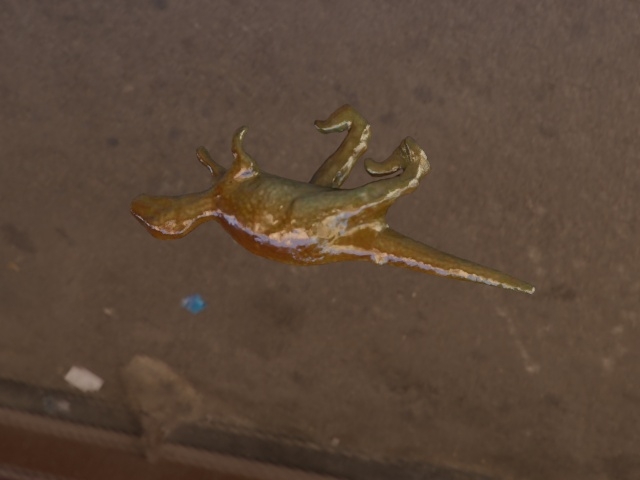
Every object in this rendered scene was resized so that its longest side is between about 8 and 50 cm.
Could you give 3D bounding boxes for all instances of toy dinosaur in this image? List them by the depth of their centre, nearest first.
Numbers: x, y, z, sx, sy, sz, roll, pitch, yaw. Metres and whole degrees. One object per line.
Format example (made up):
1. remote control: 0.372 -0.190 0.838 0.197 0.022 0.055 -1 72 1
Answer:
1. toy dinosaur: 0.000 0.000 0.542 0.162 0.126 0.039 50 168 24
